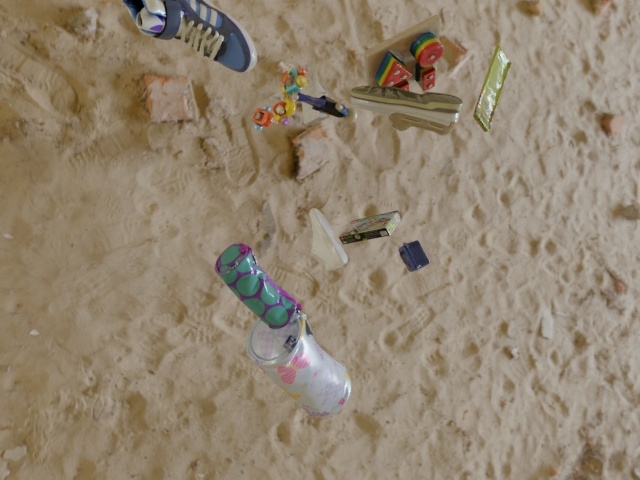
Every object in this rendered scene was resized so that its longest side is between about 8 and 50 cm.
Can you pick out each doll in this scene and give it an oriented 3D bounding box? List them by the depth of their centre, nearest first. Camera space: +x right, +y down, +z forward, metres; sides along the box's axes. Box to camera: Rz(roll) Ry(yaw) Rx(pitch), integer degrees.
[{"bbox_3d":[0.007,-0.327,1.159,0.189,0.129,0.046,9,104,-27],"label":"doll"}]

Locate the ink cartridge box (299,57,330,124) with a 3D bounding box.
[{"bbox_3d":[-0.020,-0.466,1.513,0.045,0.145,0.179,-5,96,-21],"label":"ink cartridge box"}]

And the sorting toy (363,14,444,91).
[{"bbox_3d":[0.286,-0.564,1.579,0.257,0.255,0.089,-27,69,1],"label":"sorting toy"}]

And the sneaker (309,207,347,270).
[{"bbox_3d":[0.000,0.000,1.570,0.212,0.094,0.080,63,24,8],"label":"sneaker"}]

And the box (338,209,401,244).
[{"bbox_3d":[0.176,-0.045,1.706,0.036,0.207,0.114,60,44,-20],"label":"box"}]

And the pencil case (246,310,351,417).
[{"bbox_3d":[-0.035,0.243,0.939,0.124,0.114,0.273,-55,137,-25],"label":"pencil case"}]

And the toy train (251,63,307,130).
[{"bbox_3d":[-0.098,-0.315,1.049,0.046,0.125,0.166,19,103,-45],"label":"toy train"}]

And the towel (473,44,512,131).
[{"bbox_3d":[0.515,-0.452,1.431,0.102,0.021,0.237,28,79,-47],"label":"towel"}]

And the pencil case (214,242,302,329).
[{"bbox_3d":[-0.100,0.075,0.775,0.070,0.064,0.151,-31,120,13],"label":"pencil case"}]

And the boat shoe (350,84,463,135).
[{"bbox_3d":[0.227,-0.351,1.310,0.303,0.103,0.113,10,37,4],"label":"boat shoe"}]

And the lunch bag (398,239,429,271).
[{"bbox_3d":[0.288,0.048,1.513,0.065,0.067,0.098,-26,84,-12],"label":"lunch bag"}]

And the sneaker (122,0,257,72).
[{"bbox_3d":[-0.338,-0.520,1.196,0.323,0.130,0.236,46,45,-7],"label":"sneaker"}]
